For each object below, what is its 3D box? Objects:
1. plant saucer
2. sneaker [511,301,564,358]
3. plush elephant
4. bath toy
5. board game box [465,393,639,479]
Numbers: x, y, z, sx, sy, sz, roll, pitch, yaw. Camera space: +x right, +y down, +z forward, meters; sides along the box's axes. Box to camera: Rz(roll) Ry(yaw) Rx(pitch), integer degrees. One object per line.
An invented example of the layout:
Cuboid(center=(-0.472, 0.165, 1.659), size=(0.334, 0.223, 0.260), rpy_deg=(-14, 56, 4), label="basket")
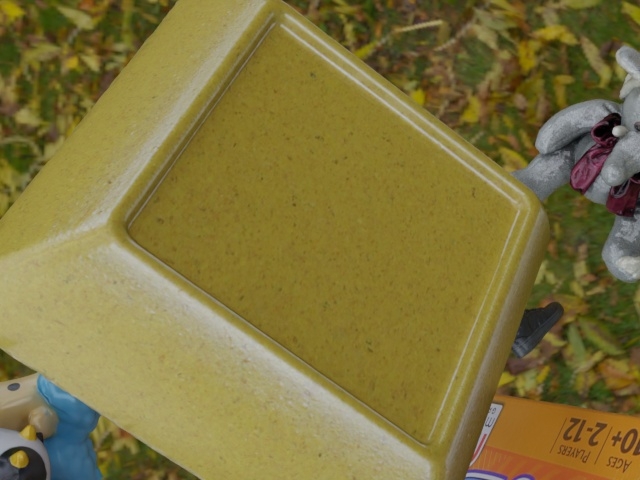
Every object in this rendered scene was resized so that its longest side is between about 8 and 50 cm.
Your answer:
Cuboid(center=(0.000, 0.000, 0.717), size=(0.333, 0.332, 0.081), rpy_deg=(35, 140, -9), label="plant saucer")
Cuboid(center=(0.328, 0.127, 1.850), size=(0.089, 0.170, 0.051), rpy_deg=(49, 142, -1), label="sneaker")
Cuboid(center=(0.471, -0.134, 1.695), size=(0.272, 0.255, 0.330), rpy_deg=(41, 82, 9), label="plush elephant")
Cuboid(center=(-0.216, 0.233, 0.758), size=(0.129, 0.348, 0.151), rpy_deg=(-35, 117, 18), label="bath toy")
Cuboid(center=(0.248, 0.352, 0.780), size=(0.356, 0.356, 0.356), rpy_deg=(31, 78, -13), label="board game box")
